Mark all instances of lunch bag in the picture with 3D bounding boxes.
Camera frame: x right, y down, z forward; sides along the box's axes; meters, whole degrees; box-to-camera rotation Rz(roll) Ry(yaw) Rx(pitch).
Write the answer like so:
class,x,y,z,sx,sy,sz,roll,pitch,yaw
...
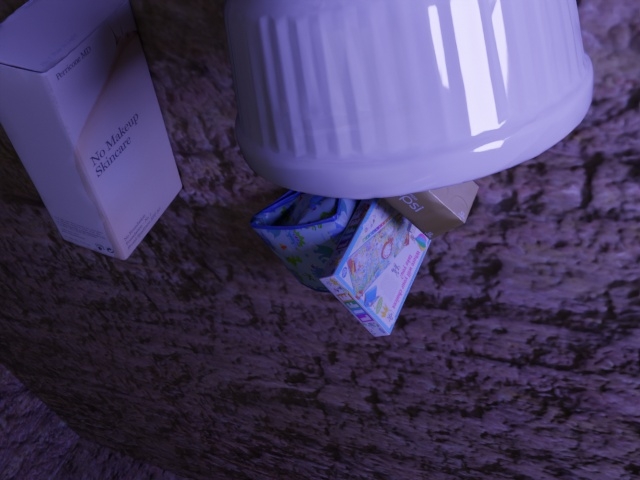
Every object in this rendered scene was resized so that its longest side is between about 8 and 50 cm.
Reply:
class,x,y,z,sx,sy,sz,roll,pitch,yaw
lunch bag,0.000,0.000,0.838,0.151,0.096,0.129,-15,127,34

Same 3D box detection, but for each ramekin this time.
class,x,y,z,sx,sy,sz,roll,pitch,yaw
ramekin,0.054,-0.152,0.474,0.272,0.273,0.127,6,127,30

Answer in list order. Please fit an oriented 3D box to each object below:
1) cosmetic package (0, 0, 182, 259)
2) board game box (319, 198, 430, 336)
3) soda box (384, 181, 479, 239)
class,x,y,z,sx,sy,sz,roll,pitch,yaw
cosmetic package,-0.289,-0.138,0.821,0.113,0.160,0.310,18,145,15
board game box,0.069,0.019,0.760,0.026,0.154,0.103,-17,124,46
soda box,0.084,-0.084,0.700,0.181,0.061,0.058,40,144,-14
